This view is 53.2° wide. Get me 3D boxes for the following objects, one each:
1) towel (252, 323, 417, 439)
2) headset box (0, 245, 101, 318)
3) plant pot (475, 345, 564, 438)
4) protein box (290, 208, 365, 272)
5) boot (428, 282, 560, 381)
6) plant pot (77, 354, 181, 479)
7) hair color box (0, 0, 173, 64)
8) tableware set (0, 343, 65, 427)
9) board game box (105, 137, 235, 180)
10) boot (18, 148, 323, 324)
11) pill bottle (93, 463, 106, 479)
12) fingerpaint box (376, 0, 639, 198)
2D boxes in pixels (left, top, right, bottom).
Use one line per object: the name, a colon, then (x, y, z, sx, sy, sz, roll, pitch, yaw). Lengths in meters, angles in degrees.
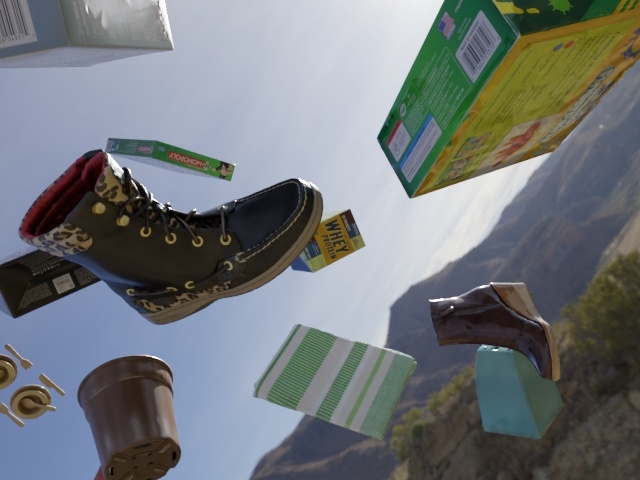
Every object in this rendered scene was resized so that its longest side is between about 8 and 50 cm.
towel: (0.033, 0.317, 1.480, 0.248, 0.325, 0.038, -53, -33, -45)
headset box: (-0.588, 0.063, 1.361, 0.218, 0.110, 0.293, -26, 12, -30)
plant pot: (0.516, 0.377, 1.715, 0.166, 0.166, 0.234, -31, -73, -42)
protein box: (0.000, 0.000, 2.092, 0.201, 0.135, 0.200, -27, 10, -20)
boot: (0.333, 0.189, 1.247, 0.248, 0.207, 0.090, -100, -4, -50)
plant pot: (-0.316, 0.312, 1.085, 0.167, 0.165, 0.167, -15, -46, -16)
hair color box: (-0.403, -0.352, 1.043, 0.374, 0.186, 0.113, -59, -39, -72)
tableware set: (-0.689, 0.336, 1.433, 0.128, 0.039, 0.194, -38, -62, -6)
board game box: (-0.389, -0.209, 1.628, 0.214, 0.317, 0.046, 15, -91, -38)
boot: (-0.214, -0.027, 0.934, 0.378, 0.138, 0.284, -26, -42, 24)
pill bottle: (-0.506, 0.615, 1.582, 0.121, 0.121, 0.216, 93, -165, -61)
fingerpaint box: (0.345, -0.293, 1.119, 0.371, 0.163, 0.444, -19, -20, -20)
